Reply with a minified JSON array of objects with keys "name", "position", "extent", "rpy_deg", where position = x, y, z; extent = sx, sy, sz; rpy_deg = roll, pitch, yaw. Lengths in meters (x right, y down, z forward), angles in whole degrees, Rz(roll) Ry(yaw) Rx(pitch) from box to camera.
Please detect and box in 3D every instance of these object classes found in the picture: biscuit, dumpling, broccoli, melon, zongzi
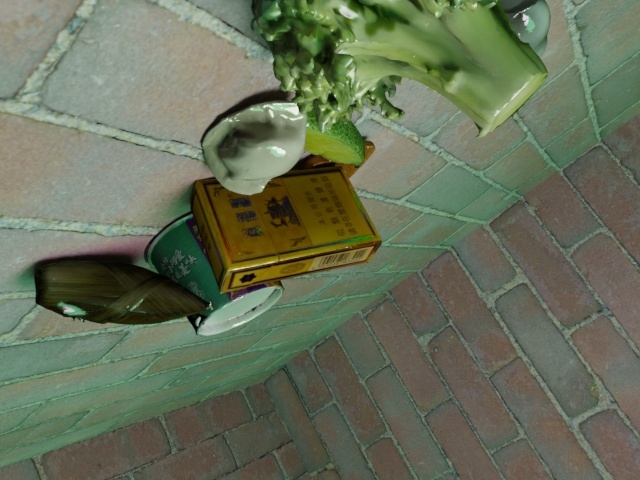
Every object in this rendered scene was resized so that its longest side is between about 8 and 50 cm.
[{"name":"biscuit","position":[-0.008,-0.127,1.082],"extent":[0.280,0.043,0.183],"rpy_deg":[-38,158,7]},{"name":"dumpling","position":[-0.103,-0.148,0.813],"extent":[0.150,0.092,0.176],"rpy_deg":[15,152,-36]},{"name":"broccoli","position":[0.087,-0.260,0.528],"extent":[0.277,0.318,0.338],"rpy_deg":[-33,141,-53]},{"name":"melon","position":[0.019,-0.175,0.947],"extent":[0.114,0.053,0.262],"rpy_deg":[-25,156,25]},{"name":"zongzi","position":[-0.344,0.099,0.893],"extent":[0.242,0.112,0.221],"rpy_deg":[9,179,34]}]

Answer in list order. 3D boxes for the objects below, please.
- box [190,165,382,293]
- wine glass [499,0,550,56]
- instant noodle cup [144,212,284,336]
[{"name":"box","position":[-0.063,-0.029,0.943],"extent":[0.302,0.192,0.084],"rpy_deg":[-10,148,-27]},{"name":"wine glass","position":[0.348,-0.384,0.891],"extent":[0.093,0.093,0.202],"rpy_deg":[-37,158,18]},{"name":"instant noodle cup","position":[-0.203,0.069,1.055],"extent":[0.251,0.190,0.251],"rpy_deg":[-28,162,-10]}]
